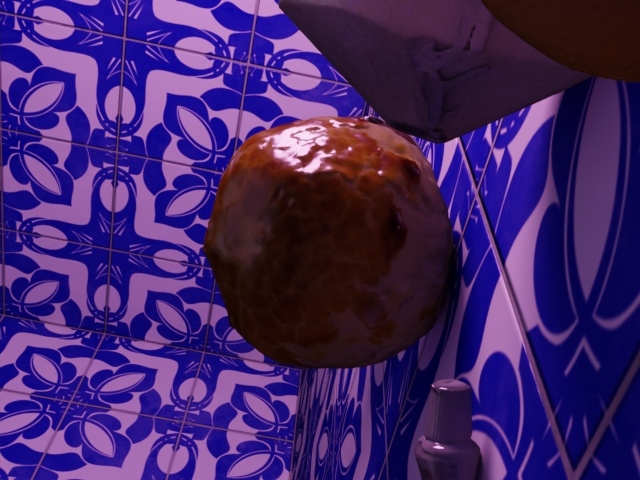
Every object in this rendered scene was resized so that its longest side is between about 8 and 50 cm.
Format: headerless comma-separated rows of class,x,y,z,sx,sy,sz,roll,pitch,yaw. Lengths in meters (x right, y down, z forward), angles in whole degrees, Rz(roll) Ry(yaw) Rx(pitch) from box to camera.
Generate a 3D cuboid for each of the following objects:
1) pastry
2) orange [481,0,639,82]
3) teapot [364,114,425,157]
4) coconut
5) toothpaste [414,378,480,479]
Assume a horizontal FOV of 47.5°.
pastry,0.000,0.000,1.047,0.389,0.313,0.388,-16,67,42
orange,0.164,-0.183,0.330,0.236,0.237,0.236,-169,90,-87
teapot,0.096,-0.072,1.345,0.312,0.233,0.314,147,105,-77
coconut,0.119,-0.243,0.672,0.323,0.323,0.322,-169,90,-87
toothpaste,0.127,0.287,0.761,0.099,0.069,0.282,3,-88,-66
